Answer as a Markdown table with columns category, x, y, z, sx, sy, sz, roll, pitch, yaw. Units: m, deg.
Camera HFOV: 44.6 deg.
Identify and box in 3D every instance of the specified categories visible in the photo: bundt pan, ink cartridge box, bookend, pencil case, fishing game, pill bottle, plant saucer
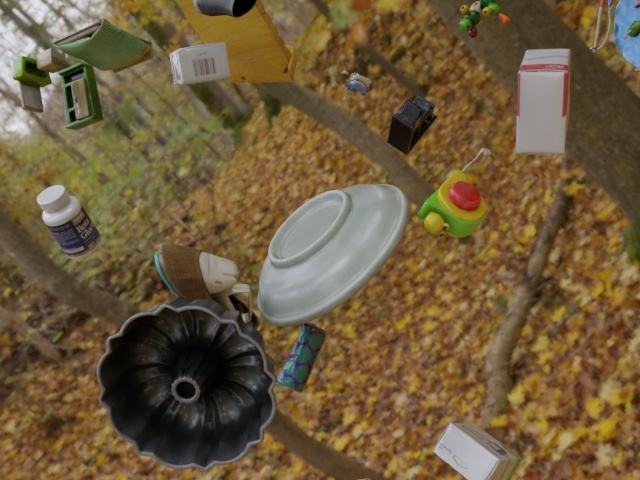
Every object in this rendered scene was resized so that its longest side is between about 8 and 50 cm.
| category | x | y | z | sx | sy | sz | roll | pitch | yaw |
| --- | --- | --- | --- | --- | --- | --- | --- | --- | --- |
| bundt pan | -0.232 | 0.250 | 1.436 | 0.331 | 0.331 | 0.124 | -46 | 7 | 16 |
| ink cartridge box | 0.605 | -0.381 | 2.105 | 0.131 | 0.226 | 0.306 | 3 | 25 | 20 |
| ink cartridge box | 0.399 | 0.542 | 1.969 | 0.093 | 0.154 | 0.212 | -60 | -32 | 5 |
| bookend | 0.264 | -0.344 | 2.172 | 0.157 | 0.072 | 0.156 | -51 | -12 | -17 |
| pencil case | -0.042 | 0.253 | 1.699 | 0.064 | 0.070 | 0.152 | 24 | -89 | -53 |
| fishing game | 0.636 | -0.420 | 1.489 | 0.264 | 0.041 | 0.189 | 20 | 109 | 49 |
| pill bottle | -0.594 | -0.045 | 1.836 | 0.094 | 0.169 | 0.094 | -12 | 40 | 11 |
| plant saucer | 0.000 | 0.000 | 1.650 | 0.400 | 0.100 | 0.400 | -33 | 26 | 19 |

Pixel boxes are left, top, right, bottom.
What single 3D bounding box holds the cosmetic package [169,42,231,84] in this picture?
| category | x | y | z | sx | sy | sz | roll | pitch | yaw |
| --- | --- | --- | --- | --- | --- | --- | --- | --- | --- |
| cosmetic package | -0.289 | -0.417 | 1.850 | 0.117 | 0.085 | 0.231 | -11 | 14 | -14 |

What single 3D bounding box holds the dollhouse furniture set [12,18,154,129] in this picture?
| category | x | y | z | sx | sy | sz | roll | pitch | yaw |
| --- | --- | --- | --- | --- | --- | --- | --- | --- | --- |
| dollhouse furniture set | -0.563 | -0.393 | 1.883 | 0.301 | 0.151 | 0.197 | -14 | -8 | 27 |

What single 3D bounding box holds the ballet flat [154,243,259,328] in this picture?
| category | x | y | z | sx | sy | sz | roll | pitch | yaw |
| --- | --- | --- | --- | --- | --- | --- | --- | --- | --- |
| ballet flat | -0.209 | 0.103 | 1.579 | 0.124 | 0.342 | 0.116 | -15 | 50 | 9 |

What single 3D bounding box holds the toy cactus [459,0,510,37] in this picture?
| category | x | y | z | sx | sy | sz | roll | pitch | yaw |
| --- | --- | --- | --- | --- | --- | --- | --- | --- | --- |
| toy cactus | 0.397 | -0.553 | 1.832 | 0.219 | 0.112 | 0.180 | -59 | 2 | -12 |

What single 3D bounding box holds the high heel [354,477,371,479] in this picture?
| category | x | y | z | sx | sy | sz | roll | pitch | yaw |
| --- | --- | --- | --- | --- | --- | --- | --- | --- | --- |
| high heel | 0.085 | 0.528 | 1.488 | 0.244 | 0.082 | 0.117 | 103 | 161 | -65 |

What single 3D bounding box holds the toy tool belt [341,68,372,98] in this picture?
| category | x | y | z | sx | sy | sz | roll | pitch | yaw |
| --- | --- | --- | --- | --- | --- | --- | --- | --- | --- |
| toy tool belt | 0.086 | -0.398 | 1.988 | 0.052 | 0.083 | 0.051 | 174 | 116 | -74 |

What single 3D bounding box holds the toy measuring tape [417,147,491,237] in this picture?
| category | x | y | z | sx | sy | sz | roll | pitch | yaw |
| --- | --- | --- | --- | --- | --- | --- | --- | --- | --- |
| toy measuring tape | 0.319 | -0.093 | 1.665 | 0.330 | 0.121 | 0.121 | -40 | 0 | -44 |

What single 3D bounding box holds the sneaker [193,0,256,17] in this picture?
| category | x | y | z | sx | sy | sz | roll | pitch | yaw |
| --- | --- | --- | --- | --- | --- | --- | --- | --- | --- |
| sneaker | -0.152 | -0.535 | 1.531 | 0.083 | 0.118 | 0.222 | 26 | -92 | -55 |

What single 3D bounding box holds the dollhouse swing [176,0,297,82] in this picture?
| category | x | y | z | sx | sy | sz | roll | pitch | yaw |
| --- | --- | --- | --- | --- | --- | --- | --- | --- | --- |
| dollhouse swing | -0.185 | -0.638 | 2.012 | 0.315 | 0.347 | 0.305 | 8 | 56 | 36 |
